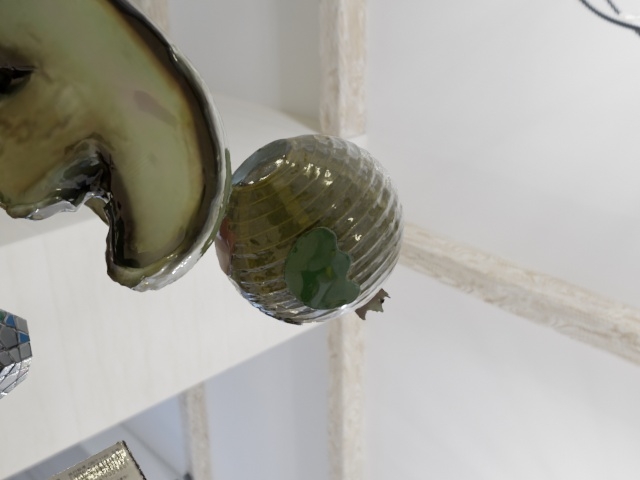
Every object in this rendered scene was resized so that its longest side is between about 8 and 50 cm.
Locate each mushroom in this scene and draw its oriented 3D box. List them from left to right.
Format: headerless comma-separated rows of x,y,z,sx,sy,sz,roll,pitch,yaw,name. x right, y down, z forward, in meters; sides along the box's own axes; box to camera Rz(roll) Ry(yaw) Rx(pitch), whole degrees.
-0.180,-0.096,0.638,0.267,0.164,0.189,34,-87,1,mushroom

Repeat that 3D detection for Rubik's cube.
-0.350,0.114,0.788,0.093,0.111,0.111,-26,-93,25,Rubik's cube

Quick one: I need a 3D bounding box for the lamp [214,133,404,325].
0.000,0.000,0.996,0.250,0.250,0.284,1,-41,49,lamp

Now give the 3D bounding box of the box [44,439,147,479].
-0.369,0.405,1.192,0.099,0.182,0.133,50,-32,24,box
